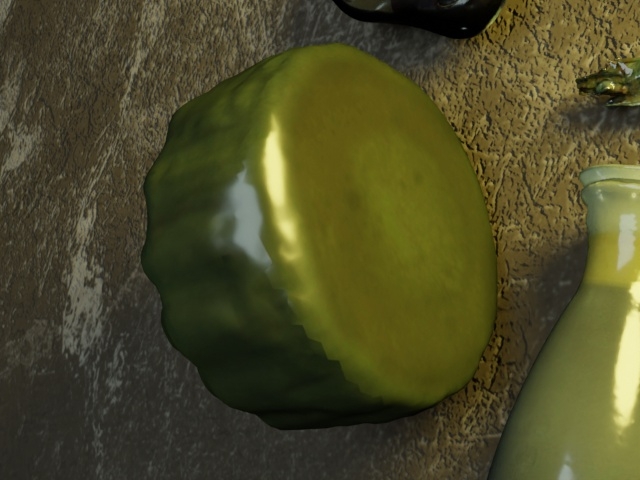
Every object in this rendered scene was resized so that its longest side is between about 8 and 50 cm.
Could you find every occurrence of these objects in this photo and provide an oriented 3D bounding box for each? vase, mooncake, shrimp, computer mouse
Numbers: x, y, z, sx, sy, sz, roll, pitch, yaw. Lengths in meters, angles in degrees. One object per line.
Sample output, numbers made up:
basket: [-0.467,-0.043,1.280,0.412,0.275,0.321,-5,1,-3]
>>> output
vase: [0.246,0.104,0.937,0.173,0.173,0.321,5,79,41]
mooncake: [0.000,0.000,1.039,0.194,0.356,0.356,-21,67,38]
shrimp: [0.335,-0.195,1.011,0.217,0.051,0.150,-13,68,29]
computer mouse: [0.113,-0.287,1.186,0.233,0.096,0.137,23,99,37]
